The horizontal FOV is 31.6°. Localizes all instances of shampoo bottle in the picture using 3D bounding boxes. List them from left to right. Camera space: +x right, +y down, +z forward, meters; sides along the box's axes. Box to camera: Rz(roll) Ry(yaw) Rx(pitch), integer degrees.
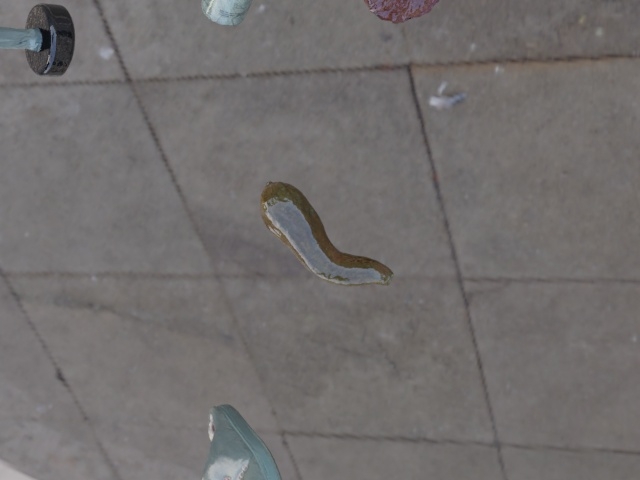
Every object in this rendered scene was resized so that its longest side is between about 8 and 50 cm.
[{"bbox_3d":[-0.086,-0.355,1.375,0.065,0.065,0.204,25,133,-6],"label":"shampoo bottle"}]

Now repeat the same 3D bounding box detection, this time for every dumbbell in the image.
[{"bbox_3d":[-0.429,-0.268,1.491,0.191,0.100,0.100,-3,148,-36],"label":"dumbbell"}]

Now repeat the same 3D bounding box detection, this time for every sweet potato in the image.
[{"bbox_3d":[-0.002,0.005,1.647,0.233,0.062,0.081,40,115,0],"label":"sweet potato"}]

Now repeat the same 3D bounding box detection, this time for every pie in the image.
[{"bbox_3d":[0.131,-0.394,1.701,0.153,0.038,0.153,-9,134,-9],"label":"pie"}]

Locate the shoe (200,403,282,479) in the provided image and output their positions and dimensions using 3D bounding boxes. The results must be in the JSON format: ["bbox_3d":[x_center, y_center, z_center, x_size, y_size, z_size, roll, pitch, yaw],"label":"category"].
[{"bbox_3d":[-0.119,0.319,1.549,0.100,0.251,0.103,-18,122,-18],"label":"shoe"}]
